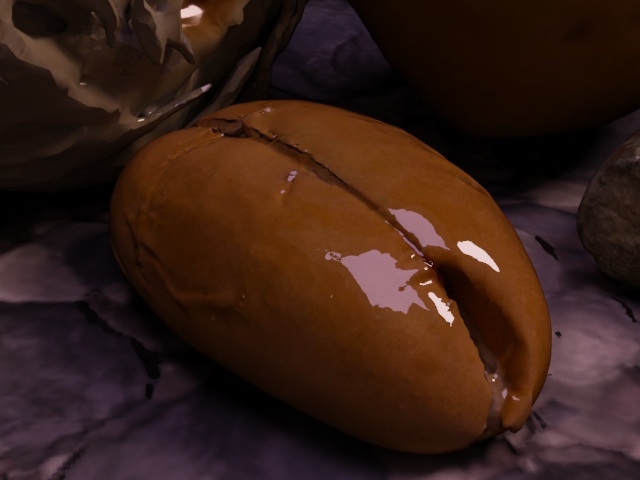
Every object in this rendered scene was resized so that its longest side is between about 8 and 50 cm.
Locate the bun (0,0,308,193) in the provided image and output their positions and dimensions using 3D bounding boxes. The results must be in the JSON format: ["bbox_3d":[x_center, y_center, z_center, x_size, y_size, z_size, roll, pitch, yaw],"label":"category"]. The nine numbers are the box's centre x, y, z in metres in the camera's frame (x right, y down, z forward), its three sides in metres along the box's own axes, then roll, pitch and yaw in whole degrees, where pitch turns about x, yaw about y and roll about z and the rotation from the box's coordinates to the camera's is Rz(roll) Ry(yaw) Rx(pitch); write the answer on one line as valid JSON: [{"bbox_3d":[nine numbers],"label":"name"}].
[{"bbox_3d":[-0.087,-0.133,0.517,0.152,0.259,0.259,32,44,34],"label":"bun"}]

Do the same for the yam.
[{"bbox_3d":[0.186,-0.057,0.559,0.061,0.061,0.253,21,37,30],"label":"yam"}]

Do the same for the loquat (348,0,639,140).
[{"bbox_3d":[0.098,-0.139,0.570,0.187,0.176,0.234,-50,14,-19],"label":"loquat"}]

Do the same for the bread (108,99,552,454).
[{"bbox_3d":[0.000,0.000,0.459,0.114,0.077,0.189,-19,34,-34],"label":"bread"}]
